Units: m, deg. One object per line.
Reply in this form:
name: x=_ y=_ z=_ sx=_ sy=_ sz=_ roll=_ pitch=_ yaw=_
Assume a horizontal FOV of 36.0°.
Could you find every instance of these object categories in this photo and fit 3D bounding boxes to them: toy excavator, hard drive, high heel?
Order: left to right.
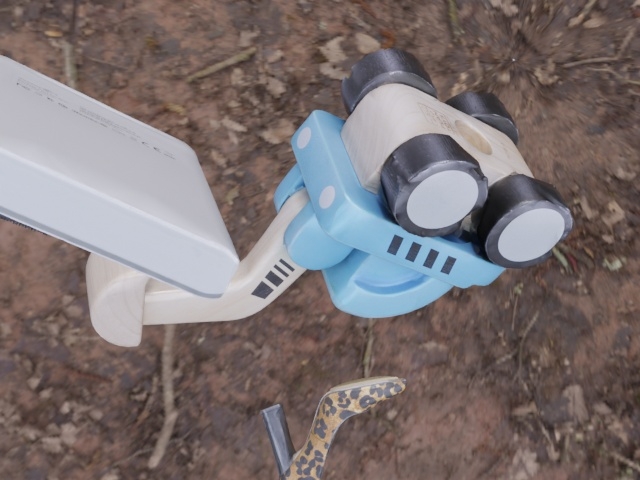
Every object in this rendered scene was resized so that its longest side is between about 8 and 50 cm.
hard drive: x=-0.177 y=-0.062 z=0.750 sx=0.203 sy=0.307 sz=0.040 roll=25 pitch=102 yaw=-19
toy excavator: x=0.000 y=0.000 z=1.172 sx=0.433 sy=0.222 sz=0.445 roll=19 pitch=123 yaw=-34
high heel: x=0.042 y=0.333 z=1.624 sx=0.261 sy=0.093 sz=0.186 roll=-20 pitch=83 yaw=16

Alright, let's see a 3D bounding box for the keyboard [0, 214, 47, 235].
keyboard: x=-0.484 y=-0.046 z=1.466 sx=0.180 sy=0.108 sz=0.023 roll=22 pitch=85 yaw=-18
